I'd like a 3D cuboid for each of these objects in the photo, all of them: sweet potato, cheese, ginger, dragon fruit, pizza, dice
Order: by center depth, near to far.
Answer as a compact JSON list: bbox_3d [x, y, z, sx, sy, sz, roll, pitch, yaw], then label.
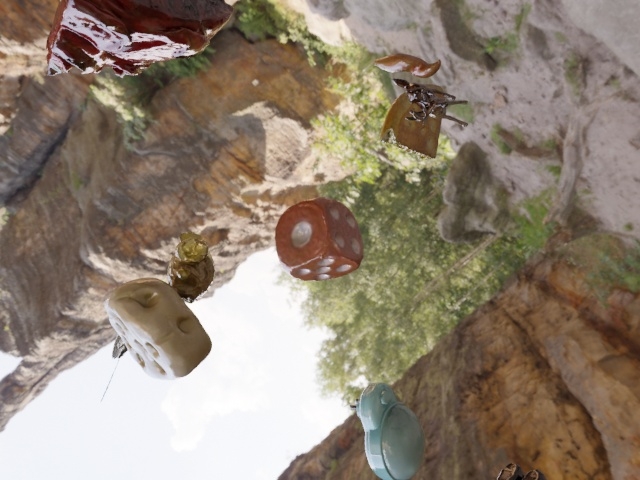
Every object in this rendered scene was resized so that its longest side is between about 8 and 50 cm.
[{"bbox_3d":[-0.348,-0.346,0.824,0.286,0.329,0.227,22,-132,-46],"label":"dragon fruit"},{"bbox_3d":[-0.318,0.168,0.887,0.235,0.117,0.217,15,132,35],"label":"cheese"},{"bbox_3d":[-0.285,0.063,1.014,0.102,0.157,0.216,11,-177,-9],"label":"ginger"},{"bbox_3d":[0.000,0.000,1.195,0.179,0.175,0.173,18,-126,-49],"label":"dice"},{"bbox_3d":[0.234,-0.487,1.262,0.202,0.055,0.058,22,-151,28],"label":"sweet potato"},{"bbox_3d":[0.307,-0.421,1.514,0.258,0.268,0.087,12,180,-45],"label":"pizza"}]

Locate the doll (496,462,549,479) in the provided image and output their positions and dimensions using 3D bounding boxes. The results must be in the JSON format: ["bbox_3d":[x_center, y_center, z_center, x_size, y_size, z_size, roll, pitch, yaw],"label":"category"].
[{"bbox_3d":[0.306,0.412,0.580,0.258,0.153,0.195,39,157,16],"label":"doll"}]

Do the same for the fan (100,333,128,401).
[{"bbox_3d":[-0.570,0.316,1.306,0.009,0.329,0.191,24,-175,0],"label":"fan"}]

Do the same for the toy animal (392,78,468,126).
[{"bbox_3d":[0.289,-0.367,1.229,0.260,0.087,0.243,1,-152,-31],"label":"toy animal"}]

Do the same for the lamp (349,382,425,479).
[{"bbox_3d":[0.199,0.539,1.283,0.284,0.147,0.209,56,-146,9],"label":"lamp"}]
